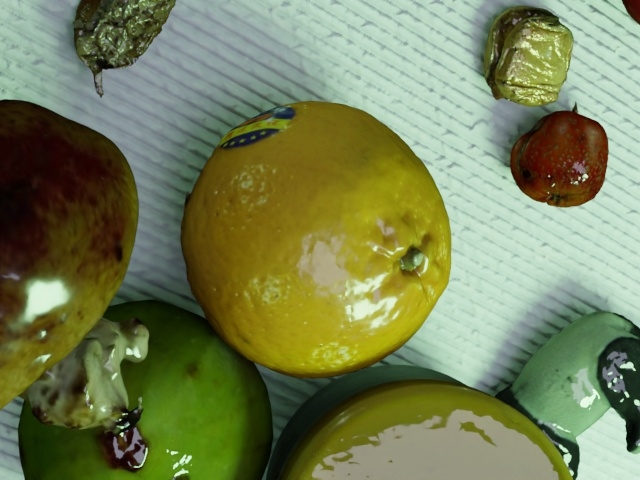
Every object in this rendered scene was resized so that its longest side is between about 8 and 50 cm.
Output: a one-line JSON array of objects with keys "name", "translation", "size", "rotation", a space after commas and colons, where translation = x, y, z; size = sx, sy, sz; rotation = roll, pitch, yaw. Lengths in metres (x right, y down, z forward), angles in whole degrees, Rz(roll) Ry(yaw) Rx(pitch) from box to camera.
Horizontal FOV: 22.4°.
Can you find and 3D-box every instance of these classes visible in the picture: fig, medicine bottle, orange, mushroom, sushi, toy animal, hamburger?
[{"name": "fig", "translation": [-0.135, 0.153, 1.242], "size": [0.203, 0.225, 0.203], "rotation": [0, 94, -3]}, {"name": "medicine bottle", "translation": [0.074, 0.226, 1.310], "size": [0.238, 0.232, 0.237], "rotation": [0, 89, -5]}, {"name": "orange", "translation": [-0.001, -0.001, 1.250], "size": [0.193, 0.219, 0.219], "rotation": [-6, 117, 23]}, {"name": "mushroom", "translation": [-0.290, 0.030, 1.076], "size": [0.345, 0.345, 0.259], "rotation": [-31, 142, -11]}, {"name": "sushi", "translation": [-0.147, -0.170, 1.215], "size": [0.052, 0.055, 0.120], "rotation": [38, 92, -35]}, {"name": "toy animal", "translation": [0.219, 0.161, 1.471], "size": [0.225, 0.094, 0.121], "rotation": [-43, 108, 7]}, {"name": "hamburger", "translation": [0.174, -0.156, 1.365], "size": [0.076, 0.044, 0.083], "rotation": [9, 106, -28]}]

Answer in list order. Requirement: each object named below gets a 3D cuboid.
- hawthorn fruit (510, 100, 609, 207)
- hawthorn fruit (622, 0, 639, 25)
[{"name": "hawthorn fruit", "translation": [0.209, -0.075, 1.391], "size": [0.093, 0.093, 0.093], "rotation": [-8, 111, -21]}, {"name": "hawthorn fruit", "translation": [0.322, -0.251, 1.291], "size": [0.266, 0.210, 0.230], "rotation": [-29, 140, -52]}]
